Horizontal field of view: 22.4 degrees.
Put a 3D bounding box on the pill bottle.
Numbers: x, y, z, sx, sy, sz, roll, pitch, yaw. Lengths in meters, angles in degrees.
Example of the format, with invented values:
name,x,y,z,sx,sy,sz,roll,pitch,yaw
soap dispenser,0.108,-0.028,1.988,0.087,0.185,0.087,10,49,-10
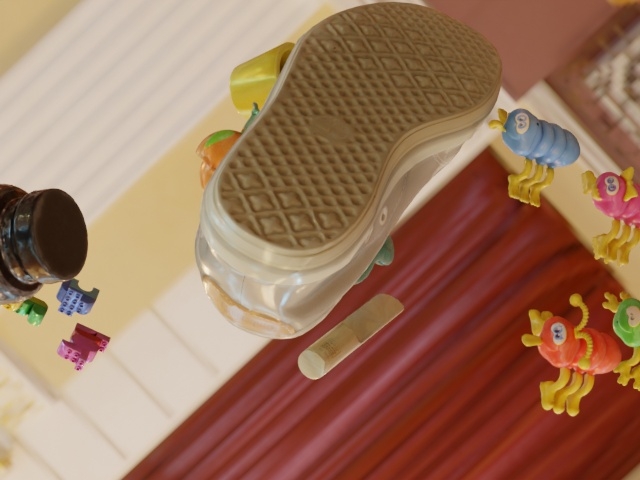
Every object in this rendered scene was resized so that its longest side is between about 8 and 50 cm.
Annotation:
name,x,y,z,sx,sy,sz,roll,pitch,yaw
pill bottle,-0.351,0.009,1.634,0.123,0.219,0.123,31,-125,-57

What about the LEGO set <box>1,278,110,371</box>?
name,x,y,z,sx,sy,sz,roll,pitch,yaw
LEGO set,-0.358,0.078,1.965,0.227,0.087,0.093,26,-151,-9

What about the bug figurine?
name,x,y,z,sx,sy,sz,roll,pitch,yaw
bug figurine,0.235,0.010,1.387,0.216,0.072,0.279,13,-120,-42

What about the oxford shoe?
name,x,y,z,sx,sy,sz,roll,pitch,yaw
oxford shoe,0.022,-0.071,1.332,0.169,0.130,0.449,27,-140,10

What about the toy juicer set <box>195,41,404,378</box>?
name,x,y,z,sx,sy,sz,roll,pitch,yaw
toy juicer set,0.000,0.000,1.475,0.329,0.089,0.209,61,-145,-27
